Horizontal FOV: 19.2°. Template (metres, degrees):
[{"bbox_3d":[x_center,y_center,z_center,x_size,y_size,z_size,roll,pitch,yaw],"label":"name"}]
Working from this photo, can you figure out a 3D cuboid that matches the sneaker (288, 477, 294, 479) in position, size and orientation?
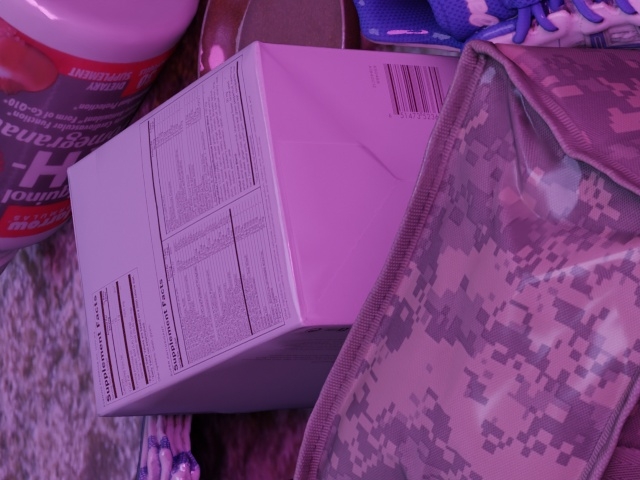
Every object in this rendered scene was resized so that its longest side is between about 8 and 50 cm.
[{"bbox_3d":[0.028,0.183,1.056,0.275,0.110,0.107,-5,86,53],"label":"sneaker"}]

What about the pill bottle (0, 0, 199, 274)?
[{"bbox_3d":[-0.227,-0.104,1.353,0.318,0.176,0.176,-53,50,40],"label":"pill bottle"}]

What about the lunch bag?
[{"bbox_3d":[0.133,0.074,0.804,0.169,0.235,0.287,47,126,40],"label":"lunch bag"}]

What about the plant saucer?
[{"bbox_3d":[-0.023,-0.117,1.193,0.168,0.029,0.168,-7,81,56],"label":"plant saucer"}]

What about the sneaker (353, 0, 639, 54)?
[{"bbox_3d":[0.121,-0.119,0.875,0.296,0.131,0.111,3,113,64],"label":"sneaker"}]

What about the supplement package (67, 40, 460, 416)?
[{"bbox_3d":[0.000,0.000,1.024,0.203,0.194,0.149,-27,68,50],"label":"supplement package"}]

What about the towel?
[{"bbox_3d":[-0.100,0.156,1.186,0.285,0.034,0.209,-95,14,-67],"label":"towel"}]
